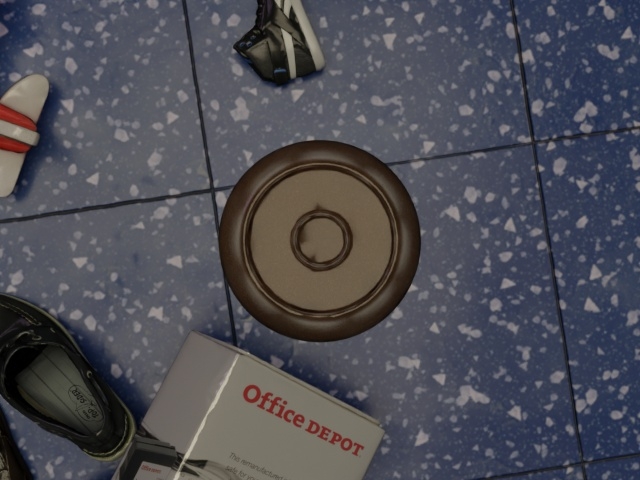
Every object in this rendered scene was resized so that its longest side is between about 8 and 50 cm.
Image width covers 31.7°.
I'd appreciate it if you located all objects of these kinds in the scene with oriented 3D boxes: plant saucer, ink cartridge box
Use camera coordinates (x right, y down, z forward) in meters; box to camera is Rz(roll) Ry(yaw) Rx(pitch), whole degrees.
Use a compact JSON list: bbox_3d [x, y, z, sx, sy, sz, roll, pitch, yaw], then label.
[{"bbox_3d":[0.000,0.000,1.704,0.311,0.050,0.310,0,88,-2],"label":"plant saucer"},{"bbox_3d":[-0.130,0.364,1.561,0.285,0.166,0.395,33,81,-32],"label":"ink cartridge box"}]

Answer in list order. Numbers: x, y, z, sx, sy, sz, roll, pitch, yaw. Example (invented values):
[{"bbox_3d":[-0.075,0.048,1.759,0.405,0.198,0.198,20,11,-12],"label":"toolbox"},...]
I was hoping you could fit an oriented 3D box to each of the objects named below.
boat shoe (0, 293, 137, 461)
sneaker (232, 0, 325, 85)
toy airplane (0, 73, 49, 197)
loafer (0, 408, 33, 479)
[{"bbox_3d":[-0.410,0.185,1.621,0.127,0.113,0.340,-43,74,-5],"label":"boat shoe"},{"bbox_3d":[-0.086,-0.338,1.690,0.121,0.079,0.216,-23,91,-3],"label":"sneaker"},{"bbox_3d":[-0.576,-0.202,1.577,0.384,0.272,0.386,-25,89,-3],"label":"toy airplane"},{"bbox_3d":[-0.498,0.300,1.666,0.080,0.078,0.220,-35,90,-2],"label":"loafer"}]
